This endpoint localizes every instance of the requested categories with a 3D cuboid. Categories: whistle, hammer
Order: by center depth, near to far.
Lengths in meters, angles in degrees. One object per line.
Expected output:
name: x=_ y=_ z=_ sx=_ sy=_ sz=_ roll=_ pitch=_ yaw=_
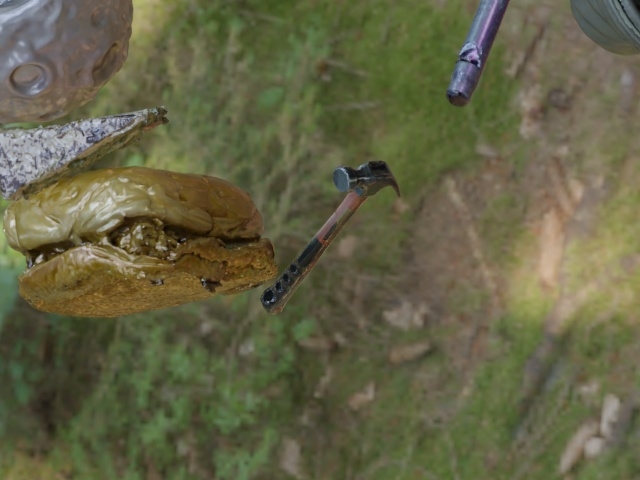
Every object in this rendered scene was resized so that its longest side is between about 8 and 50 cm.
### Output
whistle: x=0.177 y=-0.224 z=1.592 sx=0.033 sy=0.033 sz=0.177 roll=-33 pitch=32 yaw=62
hammer: x=0.000 y=0.001 z=1.743 sx=0.288 sy=0.111 sz=0.033 roll=-50 pitch=61 yaw=41

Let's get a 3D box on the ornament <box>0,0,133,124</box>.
ornament: x=-0.439 y=-0.332 z=2.108 sx=0.337 sy=0.337 sz=0.337 roll=-171 pitch=90 yaw=-68

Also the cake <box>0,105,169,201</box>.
cake: x=-0.167 y=-0.061 z=1.003 sx=0.140 sy=0.051 sz=0.055 roll=-7 pitch=92 yaw=27

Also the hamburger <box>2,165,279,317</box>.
hamburger: x=-0.200 y=0.003 z=1.672 sx=0.318 sy=0.318 sz=0.158 roll=162 pitch=105 yaw=-66

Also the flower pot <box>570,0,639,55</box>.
flower pot: x=0.382 y=-0.306 z=1.698 sx=0.140 sy=0.235 sz=0.236 roll=-14 pitch=69 yaw=60
